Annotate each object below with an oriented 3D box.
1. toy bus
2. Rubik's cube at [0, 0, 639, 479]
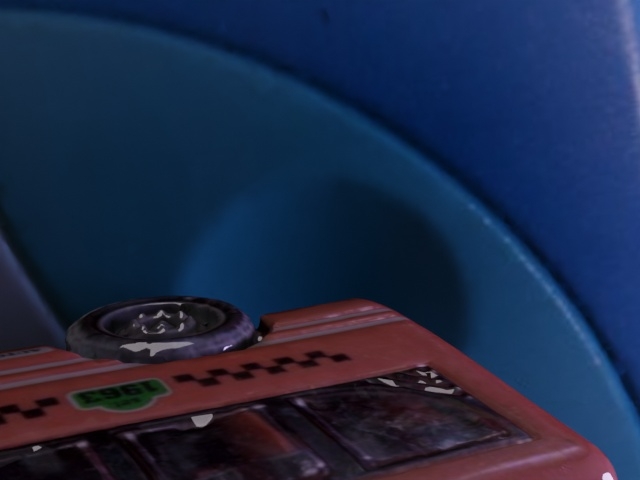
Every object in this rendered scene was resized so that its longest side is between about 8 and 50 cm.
[{"bbox_3d":[-0.122,0.157,0.429,0.427,0.203,0.233,-10,16,-26],"label":"toy bus"},{"bbox_3d":[0.000,0.000,0.752,0.347,0.351,0.352,-7,9,1],"label":"Rubik's cube"}]
